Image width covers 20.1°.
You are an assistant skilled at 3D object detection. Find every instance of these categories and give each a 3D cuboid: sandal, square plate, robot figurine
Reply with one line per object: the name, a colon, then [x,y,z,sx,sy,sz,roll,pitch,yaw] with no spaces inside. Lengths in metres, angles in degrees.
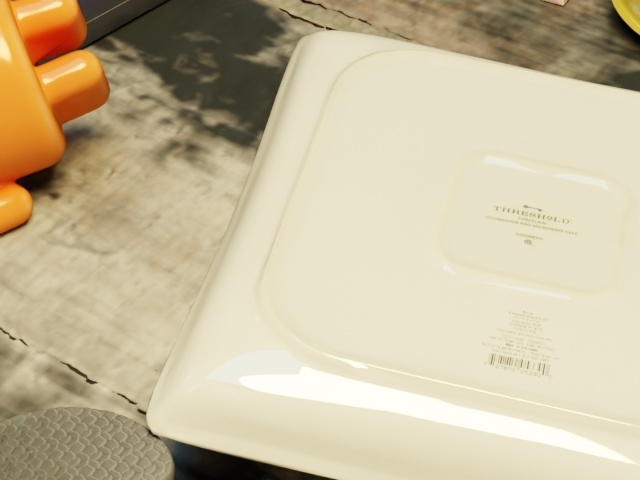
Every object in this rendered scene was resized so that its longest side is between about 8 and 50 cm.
sandal: [-0.192,0.154,0.905,0.255,0.054,0.097,-20,35,-2]
square plate: [0.117,0.007,0.989,0.347,0.049,0.344,12,43,7]
robot figurine: [-0.242,-0.082,1.108,0.219,0.158,0.128,-20,31,-4]

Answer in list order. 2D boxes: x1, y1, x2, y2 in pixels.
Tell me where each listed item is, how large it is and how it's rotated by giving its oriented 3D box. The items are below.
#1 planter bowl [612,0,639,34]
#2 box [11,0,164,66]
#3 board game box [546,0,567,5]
planter bowl: [0.297,-0.210,1.184,0.217,0.090,0.217,-6,42,6]
box: [-0.186,-0.234,1.238,0.261,0.184,0.103,-35,50,-29]
board game box: [0.181,-0.225,1.252,0.020,0.090,0.090,21,48,27]
